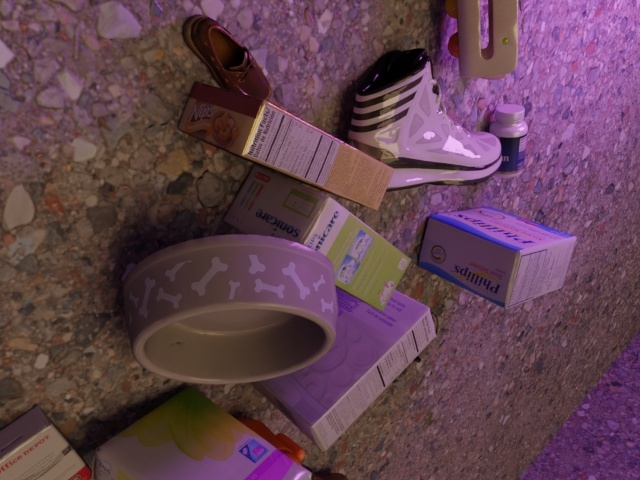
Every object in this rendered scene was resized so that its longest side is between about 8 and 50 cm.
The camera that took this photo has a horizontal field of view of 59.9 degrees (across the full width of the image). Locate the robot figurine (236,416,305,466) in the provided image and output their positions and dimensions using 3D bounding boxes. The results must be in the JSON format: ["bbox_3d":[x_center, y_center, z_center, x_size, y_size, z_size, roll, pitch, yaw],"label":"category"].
[{"bbox_3d":[-0.123,0.449,1.107,0.158,0.219,0.128,33,86,-48],"label":"robot figurine"}]

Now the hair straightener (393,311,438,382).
[{"bbox_3d":[0.253,0.296,1.528,0.230,0.047,0.089,-51,137,-18],"label":"hair straightener"}]

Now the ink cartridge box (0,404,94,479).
[{"bbox_3d":[-0.444,0.348,0.864,0.109,0.063,0.151,-36,131,-26],"label":"ink cartridge box"}]

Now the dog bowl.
[{"bbox_3d":[-0.133,0.127,0.869,0.348,0.102,0.349,-7,148,-4],"label":"dog bowl"}]

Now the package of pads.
[{"bbox_3d":[-0.199,0.396,0.919,0.229,0.296,0.101,-26,137,-55],"label":"package of pads"}]

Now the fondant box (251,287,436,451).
[{"bbox_3d":[0.036,0.222,1.131,0.330,0.238,0.096,-39,131,-23],"label":"fondant box"}]

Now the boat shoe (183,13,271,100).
[{"bbox_3d":[-0.132,-0.268,0.851,0.064,0.060,0.178,-56,137,-6],"label":"boat shoe"}]

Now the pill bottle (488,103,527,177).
[{"bbox_3d":[0.475,-0.254,1.414,0.094,0.094,0.170,-27,127,-31],"label":"pill bottle"}]

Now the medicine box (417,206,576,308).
[{"bbox_3d":[0.445,0.030,1.406,0.289,0.263,0.149,-8,115,-42],"label":"medicine box"}]

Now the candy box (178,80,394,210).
[{"bbox_3d":[-0.046,-0.147,0.904,0.316,0.182,0.088,16,98,-47],"label":"candy box"}]

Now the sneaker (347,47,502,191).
[{"bbox_3d":[0.245,-0.254,1.138,0.447,0.169,0.258,-12,120,-37],"label":"sneaker"}]

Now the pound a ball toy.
[{"bbox_3d":[0.327,-0.473,1.151,0.208,0.135,0.319,-69,153,-60],"label":"pound a ball toy"}]

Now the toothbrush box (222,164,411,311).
[{"bbox_3d":[0.000,0.000,1.007,0.283,0.206,0.122,31,88,-46],"label":"toothbrush box"}]

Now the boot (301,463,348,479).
[{"bbox_3d":[-0.031,0.604,1.368,0.305,0.112,0.115,9,94,-43],"label":"boot"}]
